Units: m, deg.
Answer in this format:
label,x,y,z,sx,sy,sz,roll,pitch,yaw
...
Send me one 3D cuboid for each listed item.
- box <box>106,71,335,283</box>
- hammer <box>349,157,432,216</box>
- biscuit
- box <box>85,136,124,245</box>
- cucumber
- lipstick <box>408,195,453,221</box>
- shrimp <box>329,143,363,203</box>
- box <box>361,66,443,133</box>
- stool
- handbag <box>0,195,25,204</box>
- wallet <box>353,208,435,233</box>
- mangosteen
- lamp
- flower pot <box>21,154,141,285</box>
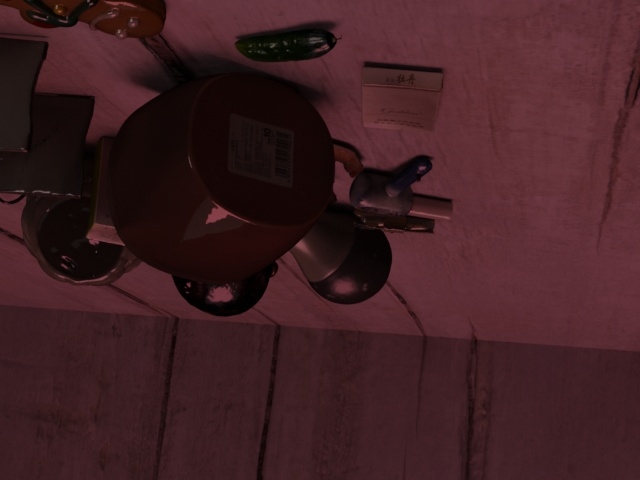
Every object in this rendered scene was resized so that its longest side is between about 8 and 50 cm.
label,x,y,z,sx,sy,sz,roll,pitch,yaw
box,-0.130,-0.095,1.631,0.301,0.301,0.216,15,157,-33
hammer,0.133,-0.098,1.948,0.116,0.070,0.194,12,158,-22
biscuit,-0.325,-0.295,1.347,0.301,0.049,0.197,13,168,-29
box,-0.269,-0.068,1.985,0.260,0.175,0.062,11,150,-21
cucumber,-0.037,-0.245,1.436,0.167,0.039,0.039,1,166,34
lipstick,0.178,-0.063,2.108,0.130,0.038,0.038,9,167,-12
shrimp,0.007,-0.116,1.937,0.143,0.052,0.251,-1,165,18
box,0.113,-0.195,1.595,0.109,0.029,0.198,5,168,4
stool,-0.497,-0.179,1.652,0.269,0.170,0.243,5,167,6
handbag,-0.526,-0.130,1.940,0.115,0.139,0.072,8,175,-12
wallet,0.140,-0.037,2.169,0.155,0.039,0.110,5,-169,3
mangosteen,-0.187,0.039,2.400,0.265,0.228,0.228,-24,-175,-32
lamp,0.012,-0.011,2.255,0.314,0.182,0.182,50,148,-20
flower pot,-0.425,-0.037,2.088,0.246,0.246,0.195,8,-161,-6
